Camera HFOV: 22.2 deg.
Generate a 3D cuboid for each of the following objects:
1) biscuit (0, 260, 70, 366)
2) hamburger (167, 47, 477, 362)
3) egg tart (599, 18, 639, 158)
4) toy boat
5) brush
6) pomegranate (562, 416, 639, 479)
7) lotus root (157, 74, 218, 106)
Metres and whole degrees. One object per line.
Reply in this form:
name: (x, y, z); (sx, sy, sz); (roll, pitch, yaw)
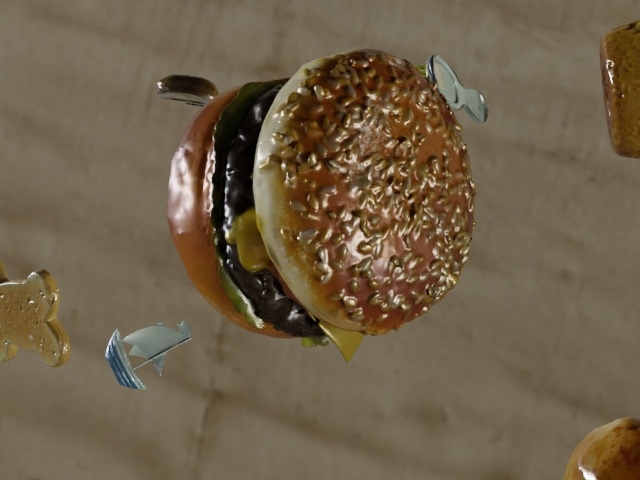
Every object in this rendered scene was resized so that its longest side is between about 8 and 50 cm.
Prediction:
biscuit: (-0.435, 0.094, 2.248); (0.234, 0.153, 0.030); (2, -166, 39)
hamburger: (0.012, -0.038, 1.537); (0.225, 0.291, 0.291); (-6, 180, 44)
egg tart: (0.403, -0.174, 1.890); (0.147, 0.203, 0.202); (-8, -166, 8)
toy boat: (-0.289, 0.173, 2.686); (0.105, 0.149, 0.034); (42, 176, -11)
brush: (0.172, -0.201, 2.279); (0.060, 0.068, 0.297); (-11, 170, 18)
pomegranate: (0.480, 0.394, 2.530); (0.248, 0.248, 0.248); (11, -164, -3)
lotus root: (-0.173, -0.201, 2.147); (0.083, 0.037, 0.030); (11, 155, 5)
